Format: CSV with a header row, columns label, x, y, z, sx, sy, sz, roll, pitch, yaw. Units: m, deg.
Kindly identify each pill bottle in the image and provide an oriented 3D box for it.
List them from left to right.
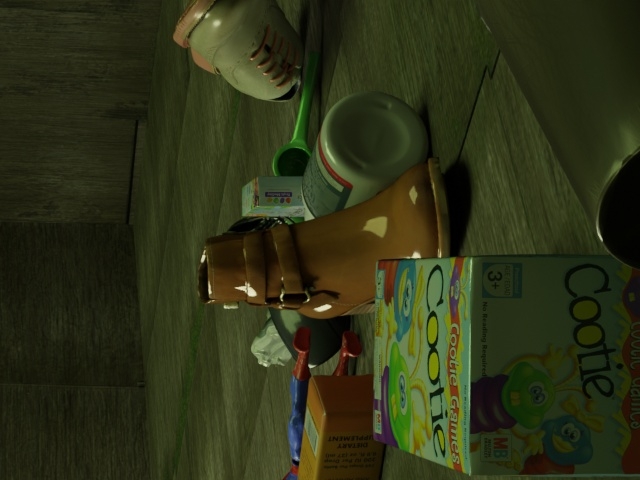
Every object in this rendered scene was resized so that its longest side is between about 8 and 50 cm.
label,x,y,z,sx,sy,sz,roll,pitch,yaw
pill bottle,0.038,-0.062,1.897,0.180,0.108,0.108,114,155,-62

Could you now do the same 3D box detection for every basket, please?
label,x,y,z,sx,sy,sz,roll,pitch,yaw
basket,0.187,-0.106,1.073,0.204,0.154,0.227,100,162,-45

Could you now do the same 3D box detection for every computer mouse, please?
label,x,y,z,sx,sy,sz,roll,pitch,yaw
computer mouse,-0.057,0.048,2.244,0.184,0.060,0.262,-31,48,30

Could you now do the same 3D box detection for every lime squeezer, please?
label,x,y,z,sx,sy,sz,roll,pitch,yaw
lime squeezer,-0.027,-0.083,2.413,0.110,0.059,0.310,-50,-26,-52

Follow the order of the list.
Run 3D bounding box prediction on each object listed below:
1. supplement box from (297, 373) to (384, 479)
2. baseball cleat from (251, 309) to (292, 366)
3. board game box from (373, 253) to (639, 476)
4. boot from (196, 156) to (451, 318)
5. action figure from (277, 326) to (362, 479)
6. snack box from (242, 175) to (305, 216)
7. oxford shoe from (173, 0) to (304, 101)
label,x,y,z,sx,sy,sz,roll,pitch,yaw
supplement box,0.019,0.261,2.042,0.080,0.078,0.233,-112,25,-56
baseball cleat,-0.033,0.091,2.335,0.206,0.072,0.109,-33,36,62
board game box,0.134,0.082,1.315,0.275,0.142,0.144,172,99,-79
boot,0.000,0.000,1.793,0.283,0.220,0.109,124,146,-70
action figure,-0.011,0.253,2.143,0.139,0.091,0.280,-90,7,-59
snack box,-0.008,-0.047,2.039,0.100,0.141,0.037,150,119,-77
oxford shoe,-0.081,-0.258,2.334,0.140,0.146,0.397,-54,-5,0
